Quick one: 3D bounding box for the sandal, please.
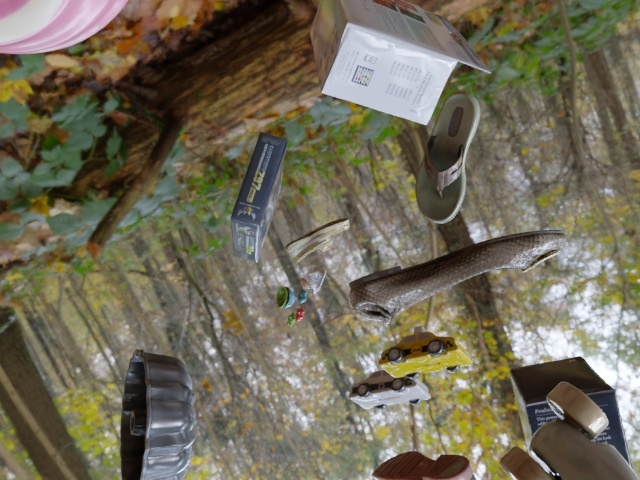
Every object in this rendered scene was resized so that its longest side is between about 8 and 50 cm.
[{"bbox_3d":[0.280,-0.189,1.338,0.120,0.303,0.086,15,-165,26],"label":"sandal"}]

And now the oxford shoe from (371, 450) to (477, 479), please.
[{"bbox_3d":[0.295,0.708,1.687,0.140,0.147,0.397,-29,-178,-33],"label":"oxford shoe"}]

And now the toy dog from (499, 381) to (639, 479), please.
[{"bbox_3d":[0.394,0.354,0.767,0.220,0.161,0.334,-33,-137,11],"label":"toy dog"}]

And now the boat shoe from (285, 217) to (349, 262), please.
[{"bbox_3d":[0.000,0.000,1.122,0.135,0.045,0.050,-26,-173,14],"label":"boat shoe"}]

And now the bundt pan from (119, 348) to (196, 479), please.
[{"bbox_3d":[-0.371,0.415,1.344,0.124,0.331,0.330,5,175,-26],"label":"bundt pan"}]

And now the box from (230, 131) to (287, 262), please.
[{"bbox_3d":[-0.121,-0.076,1.148,0.233,0.059,0.184,109,-2,-70],"label":"box"}]

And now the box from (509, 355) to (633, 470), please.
[{"bbox_3d":[0.655,0.543,1.515,0.211,0.396,0.293,-13,-179,11],"label":"box"}]

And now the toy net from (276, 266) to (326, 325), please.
[{"bbox_3d":[-0.058,0.156,1.714,0.045,0.122,0.232,14,141,-28],"label":"toy net"}]

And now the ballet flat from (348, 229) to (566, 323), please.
[{"bbox_3d":[0.155,0.041,0.656,0.249,0.058,0.084,-16,167,0],"label":"ballet flat"}]

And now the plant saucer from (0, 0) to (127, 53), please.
[{"bbox_3d":[-0.298,-0.279,0.437,0.331,0.332,0.084,-20,-136,24],"label":"plant saucer"}]

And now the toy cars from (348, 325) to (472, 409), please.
[{"bbox_3d":[0.196,0.292,1.345,0.394,0.176,0.087,116,-16,-52],"label":"toy cars"}]

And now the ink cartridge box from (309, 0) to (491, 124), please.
[{"bbox_3d":[0.133,-0.355,1.095,0.271,0.130,0.310,14,-145,-15],"label":"ink cartridge box"}]
